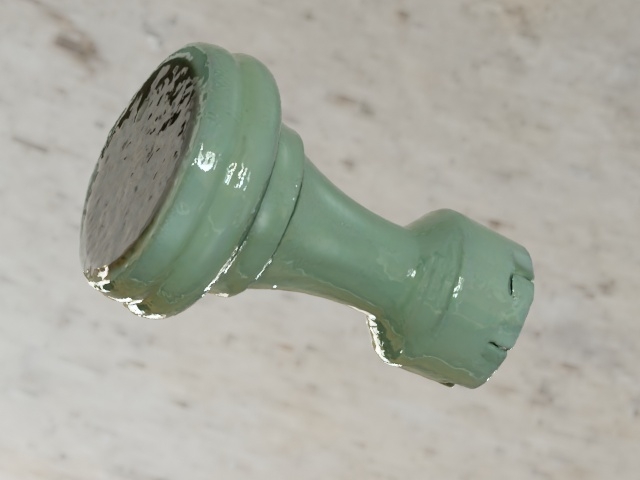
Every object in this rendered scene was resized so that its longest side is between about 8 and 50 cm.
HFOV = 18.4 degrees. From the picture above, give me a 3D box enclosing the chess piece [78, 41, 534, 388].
[{"bbox_3d":[0.000,0.000,0.479,0.103,0.067,0.067,23,154,-25],"label":"chess piece"}]
